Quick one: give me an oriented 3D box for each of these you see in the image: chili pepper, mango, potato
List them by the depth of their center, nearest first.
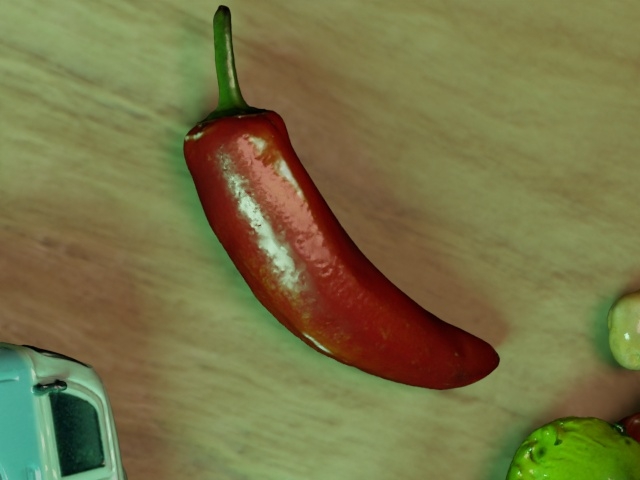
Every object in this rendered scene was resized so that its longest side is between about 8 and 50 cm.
[{"bbox_3d":[0.000,0.008,1.304,0.368,0.092,0.137,53,42,-25],"label":"chili pepper"},{"bbox_3d":[0.199,0.226,1.395,0.100,0.119,0.178,36,69,-74],"label":"mango"},{"bbox_3d":[0.276,0.071,1.481,0.083,0.062,0.068,-21,128,-10],"label":"potato"}]

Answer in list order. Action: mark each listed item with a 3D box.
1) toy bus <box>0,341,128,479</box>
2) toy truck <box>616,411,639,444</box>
[{"bbox_3d":[-0.200,0.193,1.117,0.165,0.133,0.271,-10,93,-38],"label":"toy bus"},{"bbox_3d":[0.378,0.223,1.464,0.239,0.189,0.265,1,84,-41],"label":"toy truck"}]
